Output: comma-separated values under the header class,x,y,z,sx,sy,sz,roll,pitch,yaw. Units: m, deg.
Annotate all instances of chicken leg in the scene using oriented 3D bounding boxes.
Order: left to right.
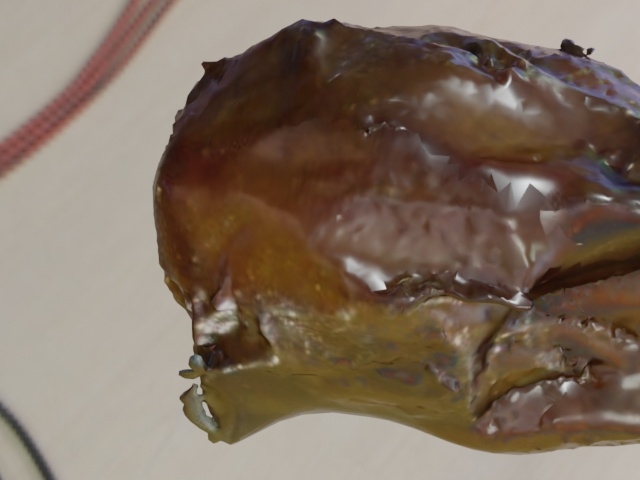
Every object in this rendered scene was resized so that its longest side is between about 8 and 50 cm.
class,x,y,z,sx,sy,sz,roll,pitch,yaw
chicken leg,0.104,0.016,0.455,0.304,0.113,0.093,11,38,17
